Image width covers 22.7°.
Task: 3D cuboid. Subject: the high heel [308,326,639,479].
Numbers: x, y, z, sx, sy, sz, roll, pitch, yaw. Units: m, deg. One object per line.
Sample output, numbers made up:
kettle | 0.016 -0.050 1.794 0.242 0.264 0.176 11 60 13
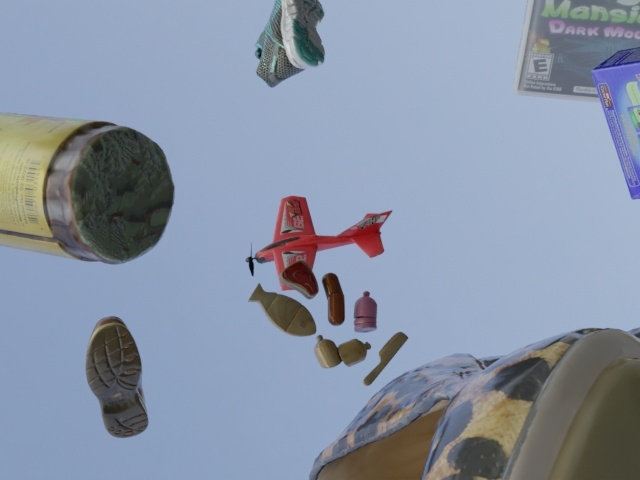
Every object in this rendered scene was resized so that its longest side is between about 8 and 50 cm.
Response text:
high heel | 0.029 0.085 0.437 0.261 0.186 0.093 -24 -90 -59

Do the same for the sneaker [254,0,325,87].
sneaker | -0.041 -0.223 1.694 0.065 0.076 0.166 43 -153 -26

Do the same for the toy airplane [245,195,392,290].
toy airplane | 0.000 0.000 1.519 0.151 0.151 0.028 -80 -26 -50

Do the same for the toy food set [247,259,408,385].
toy food set | 0.007 0.062 1.299 0.122 0.019 0.078 40 -112 2

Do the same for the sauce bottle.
sauce bottle | -0.269 -0.053 1.298 0.111 0.344 0.111 -13 -73 -47

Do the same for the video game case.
video game case | 0.243 -0.166 1.132 0.190 0.173 0.022 6 -137 1

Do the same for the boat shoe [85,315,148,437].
boat shoe | -0.237 0.150 1.837 0.064 0.178 0.060 -10 -138 -6

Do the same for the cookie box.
cookie box | 0.231 -0.076 0.968 0.040 0.107 0.091 -38 -66 -43
